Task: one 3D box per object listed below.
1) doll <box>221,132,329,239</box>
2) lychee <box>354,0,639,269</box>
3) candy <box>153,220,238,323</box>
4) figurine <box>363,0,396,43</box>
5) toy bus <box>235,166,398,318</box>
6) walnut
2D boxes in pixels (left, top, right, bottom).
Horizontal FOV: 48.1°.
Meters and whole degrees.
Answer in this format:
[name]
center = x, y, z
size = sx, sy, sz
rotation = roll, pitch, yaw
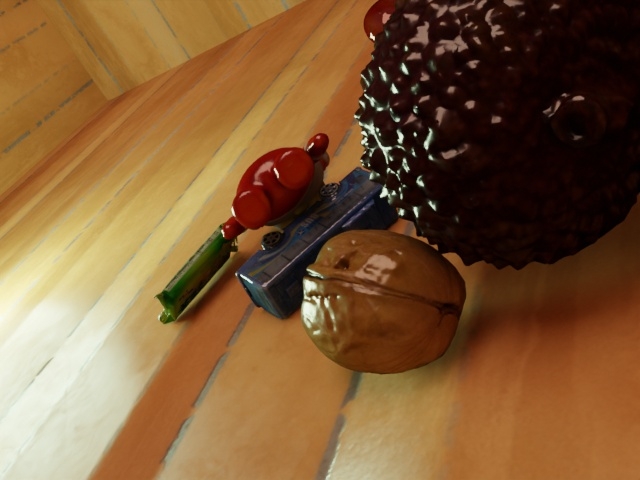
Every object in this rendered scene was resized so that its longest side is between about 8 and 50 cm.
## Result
[doll]
center = -0.056, -0.073, 1.062
size = 0.200, 0.105, 0.336
rotation = -44, 2, 3
[lychee]
center = 0.174, -0.129, 0.667
size = 0.306, 0.306, 0.330
rotation = -35, 21, -4
[candy]
center = -0.183, 0.045, 1.088
size = 0.178, 0.032, 0.102
rotation = -51, -11, -30
[figurine]
center = 0.238, -0.238, 0.905
size = 0.269, 0.261, 0.211
rotation = -37, 28, -15
[toy bus]
center = 0.002, 0.003, 0.961
size = 0.236, 0.079, 0.094
rotation = -41, 42, -17
[walnut]
center = 0.054, 0.061, 0.718
size = 0.180, 0.144, 0.144
rotation = 15, 52, 47
